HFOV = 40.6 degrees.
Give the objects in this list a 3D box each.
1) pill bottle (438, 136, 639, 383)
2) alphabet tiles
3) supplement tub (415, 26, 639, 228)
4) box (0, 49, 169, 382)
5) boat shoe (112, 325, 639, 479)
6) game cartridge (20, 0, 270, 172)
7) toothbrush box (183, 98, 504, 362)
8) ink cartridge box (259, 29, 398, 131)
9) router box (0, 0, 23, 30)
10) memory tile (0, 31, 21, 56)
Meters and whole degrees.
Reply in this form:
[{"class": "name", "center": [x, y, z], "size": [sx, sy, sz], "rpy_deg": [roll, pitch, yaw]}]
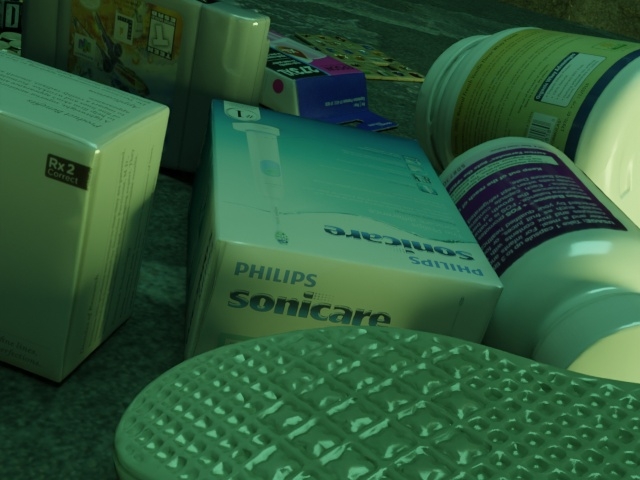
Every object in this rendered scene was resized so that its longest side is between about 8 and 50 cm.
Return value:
[{"class": "pill bottle", "center": [0.197, 0.040, 0.727], "size": [0.169, 0.169, 0.301], "rpy_deg": [10, 26, -12]}, {"class": "alphabet tiles", "center": [0.060, -0.346, 1.628], "size": [0.198, 0.009, 0.237], "rpy_deg": [-5, 32, -36]}, {"class": "supplement tub", "center": [0.280, -0.126, 1.012], "size": [0.228, 0.229, 0.316], "rpy_deg": [-2, 19, -32]}, {"class": "box", "center": [-0.223, -0.027, 0.615], "size": [0.180, 0.182, 0.119], "rpy_deg": [19, 24, 8]}, {"class": "boat shoe", "center": [0.127, 0.160, 0.474], "size": [0.499, 0.156, 0.187], "rpy_deg": [6, 29, 7]}, {"class": "game cartridge", "center": [-0.202, -0.191, 0.939], "size": [0.297, 0.198, 0.062], "rpy_deg": [23, 26, 17]}, {"class": "toothbrush box", "center": [0.000, 0.000, 0.748], "size": [0.216, 0.126, 0.295], "rpy_deg": [10, 25, -14]}, {"class": "ink cartridge box", "center": [-0.067, -0.258, 1.320], "size": [0.370, 0.069, 0.175], "rpy_deg": [32, 30, 27]}, {"class": "router box", "center": [-0.436, -0.356, 1.314], "size": [0.133, 0.046, 0.179], "rpy_deg": [-3, 27, -34]}, {"class": "memory tile", "center": [-0.424, -0.262, 1.179], "size": [0.148, 0.012, 0.113], "rpy_deg": [-5, 32, -38]}]
